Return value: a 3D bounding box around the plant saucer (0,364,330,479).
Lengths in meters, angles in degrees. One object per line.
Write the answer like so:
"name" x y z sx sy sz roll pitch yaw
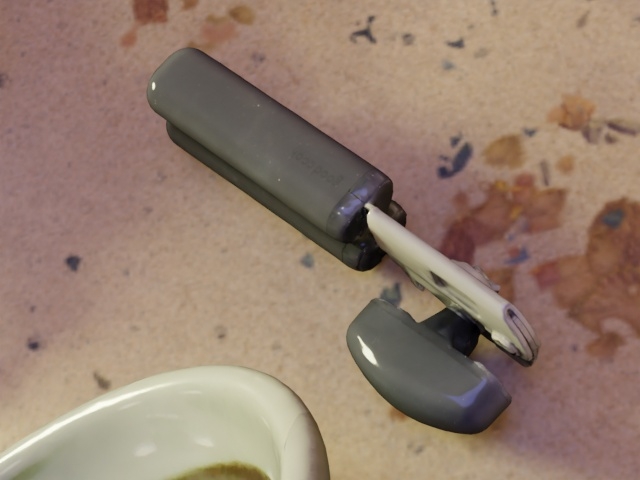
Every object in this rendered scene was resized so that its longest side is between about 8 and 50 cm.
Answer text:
"plant saucer" -0.140 0.231 0.862 0.400 0.100 0.400 -32 21 14

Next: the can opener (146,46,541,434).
"can opener" 0.000 0.000 1.019 0.283 0.076 0.095 35 77 27
